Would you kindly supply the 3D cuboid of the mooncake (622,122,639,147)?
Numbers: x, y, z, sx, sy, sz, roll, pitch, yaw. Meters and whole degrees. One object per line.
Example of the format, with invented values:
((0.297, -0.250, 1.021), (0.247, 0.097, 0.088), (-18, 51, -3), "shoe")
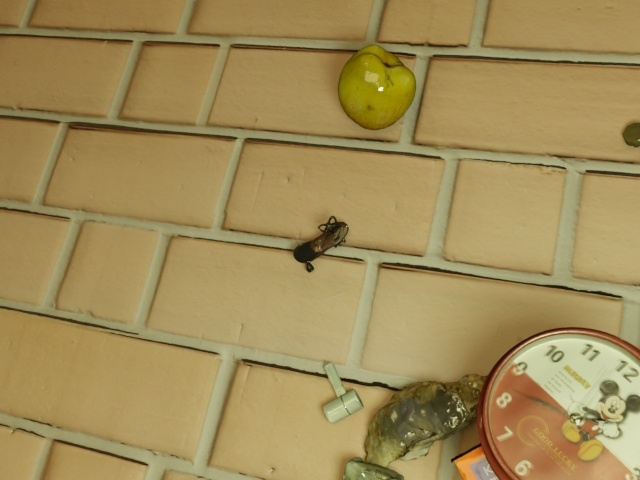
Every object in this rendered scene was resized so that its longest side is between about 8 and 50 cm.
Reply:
((0.814, -0.147, 1.651), (0.150, 0.057, 0.347), (-34, 67, 16), "mooncake")

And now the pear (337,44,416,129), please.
((0.135, -0.374, 1.871), (0.200, 0.200, 0.200), (-6, 68, 14), "pear")

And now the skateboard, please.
((0.000, 0.000, 1.823), (0.151, 0.080, 0.067), (-39, 58, -3), "skateboard")

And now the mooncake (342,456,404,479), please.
((0.105, 0.529, 1.587), (0.130, 0.073, 0.125), (18, 102, 26), "mooncake")

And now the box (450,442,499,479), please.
((0.460, 0.438, 1.388), (0.348, 0.318, 0.257), (-31, 65, 4), "box")

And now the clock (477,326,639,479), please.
((0.417, 0.294, 1.240), (0.318, 0.080, 0.319), (-9, 59, 15), "clock")

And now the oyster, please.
((0.229, 0.366, 1.598), (0.341, 0.110, 0.166), (-22, 59, 22), "oyster")

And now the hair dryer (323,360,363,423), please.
((0.034, 0.334, 1.708), (0.082, 0.047, 0.137), (-28, 59, 5), "hair dryer")
